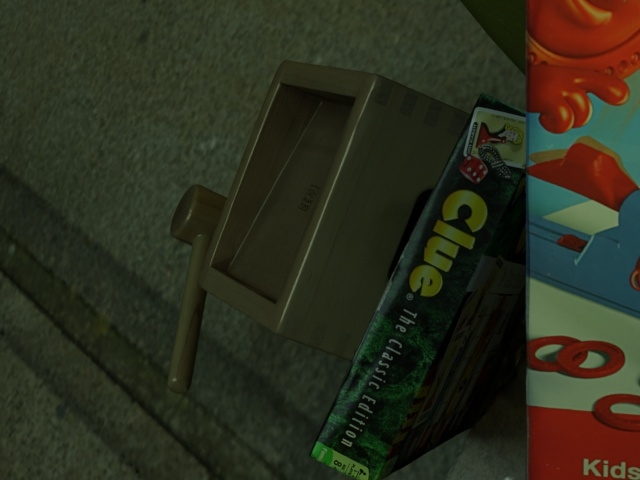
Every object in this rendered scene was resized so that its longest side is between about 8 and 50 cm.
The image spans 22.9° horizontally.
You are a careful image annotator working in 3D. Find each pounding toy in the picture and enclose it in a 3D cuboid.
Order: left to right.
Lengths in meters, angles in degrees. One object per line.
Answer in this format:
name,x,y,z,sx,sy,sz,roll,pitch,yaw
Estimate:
pounding toy,-0.005,0.008,0.822,0.206,0.094,0.181,23,92,67

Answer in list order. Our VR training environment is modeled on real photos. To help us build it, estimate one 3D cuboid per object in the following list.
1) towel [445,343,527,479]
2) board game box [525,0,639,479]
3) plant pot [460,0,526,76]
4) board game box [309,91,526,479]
towel,0.167,0.110,0.632,0.282,0.049,0.187,34,98,47
board game box,0.208,-0.060,0.413,0.308,0.086,0.302,3,118,15
plant pot,0.136,-0.165,0.593,0.275,0.293,0.274,-20,60,39
board game box,0.062,0.021,0.642,0.030,0.260,0.136,23,93,12
